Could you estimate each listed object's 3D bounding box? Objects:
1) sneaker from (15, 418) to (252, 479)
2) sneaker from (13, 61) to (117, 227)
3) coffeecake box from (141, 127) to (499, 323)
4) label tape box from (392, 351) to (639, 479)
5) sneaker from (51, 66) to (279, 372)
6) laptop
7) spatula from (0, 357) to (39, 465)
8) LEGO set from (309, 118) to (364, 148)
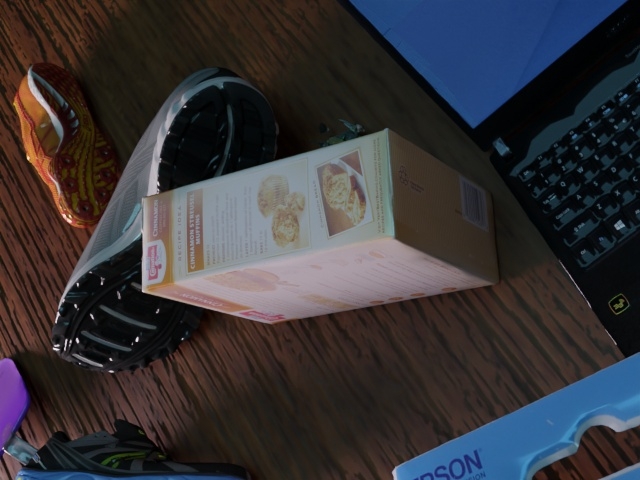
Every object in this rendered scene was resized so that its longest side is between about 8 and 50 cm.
[{"bbox_3d":[-0.136,0.168,0.757,0.188,0.067,0.078,0,43,22],"label":"sneaker"},{"bbox_3d":[-0.224,-0.076,0.896,0.067,0.064,0.175,-51,49,37],"label":"sneaker"},{"bbox_3d":[0.000,0.000,0.664,0.185,0.142,0.068,-13,71,31],"label":"coffeecake box"},{"bbox_3d":[0.207,0.231,0.491,0.249,0.115,0.347,-31,60,24],"label":"label tape box"},{"bbox_3d":[-0.121,-0.012,0.792,0.271,0.100,0.108,-57,25,16],"label":"sneaker"},{"bbox_3d":[0.177,-0.109,0.576,0.234,0.136,0.264,-40,60,20],"label":"laptop"},{"bbox_3d":[-0.214,0.196,0.829,0.296,0.030,0.084,35,96,35],"label":"spatula"},{"bbox_3d":[0.007,-0.059,0.753,0.083,0.023,0.054,-18,66,44],"label":"LEGO set"}]
